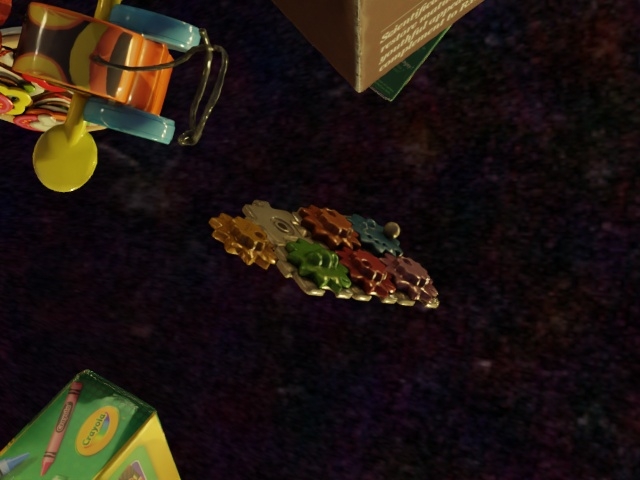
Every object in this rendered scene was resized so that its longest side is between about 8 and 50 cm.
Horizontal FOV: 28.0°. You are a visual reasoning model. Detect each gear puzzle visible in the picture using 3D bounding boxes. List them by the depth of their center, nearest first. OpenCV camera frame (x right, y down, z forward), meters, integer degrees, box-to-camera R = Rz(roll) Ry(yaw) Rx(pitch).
[{"bbox_3d":[0.000,0.000,1.520,0.339,0.175,0.044,9,123,-45],"label":"gear puzzle"}]

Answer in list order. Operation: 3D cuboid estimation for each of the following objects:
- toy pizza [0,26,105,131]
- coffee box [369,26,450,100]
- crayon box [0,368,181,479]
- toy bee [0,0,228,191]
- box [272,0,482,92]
[{"bbox_3d":[-0.260,-0.146,1.250,0.201,0.201,0.032,11,66,-26],"label":"toy pizza"},{"bbox_3d":[0.110,-0.220,1.252,0.040,0.113,0.184,38,98,-2],"label":"coffee box"},{"bbox_3d":[-0.216,0.251,0.928,0.278,0.081,0.165,-48,147,-31],"label":"crayon box"},{"bbox_3d":[-0.171,-0.148,0.961,0.162,0.298,0.195,16,71,-15],"label":"toy bee"},{"bbox_3d":[0.016,-0.220,0.608,0.168,0.167,0.203,-37,73,-12],"label":"box"}]
